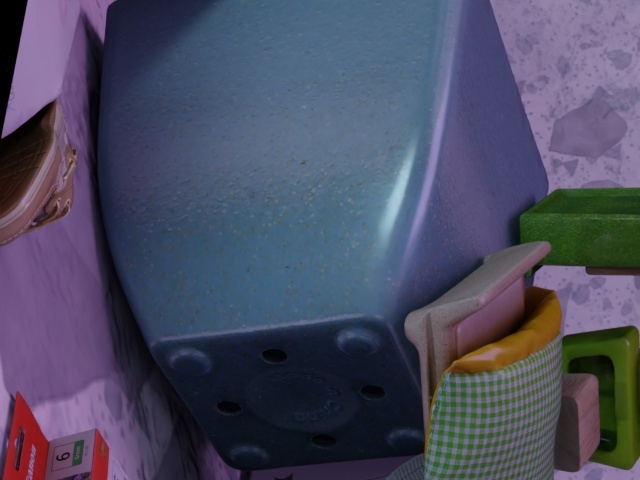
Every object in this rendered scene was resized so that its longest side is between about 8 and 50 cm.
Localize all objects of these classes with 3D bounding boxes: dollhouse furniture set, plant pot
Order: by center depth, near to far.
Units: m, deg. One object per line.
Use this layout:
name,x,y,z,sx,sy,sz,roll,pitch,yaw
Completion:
dollhouse furniture set,0.175,0.093,0.970,0.301,0.151,0.198,-30,119,-61
plant pot,0.000,0.000,1.032,0.247,0.248,0.252,64,24,-45

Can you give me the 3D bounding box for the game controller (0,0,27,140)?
game controller,-0.152,-0.046,0.527,0.166,0.067,0.319,72,23,-70

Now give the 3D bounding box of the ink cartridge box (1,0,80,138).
ink cartridge box,-0.152,-0.131,0.748,0.232,0.066,0.189,-98,-172,-52

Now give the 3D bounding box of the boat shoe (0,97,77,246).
boat shoe,-0.143,-0.029,0.811,0.135,0.050,0.045,-85,152,-61

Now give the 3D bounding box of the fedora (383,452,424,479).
fedora,0.023,0.245,0.979,0.275,0.124,0.244,-19,108,-64

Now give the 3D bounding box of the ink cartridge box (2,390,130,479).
ink cartridge box,-0.114,0.128,0.790,0.063,0.029,0.115,-92,163,-49

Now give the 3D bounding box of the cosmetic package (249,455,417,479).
cosmetic package,0.076,0.277,1.225,0.197,0.155,0.365,-81,155,-63
